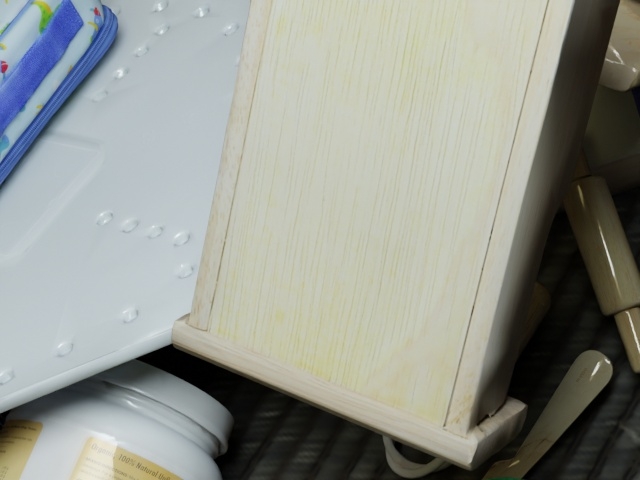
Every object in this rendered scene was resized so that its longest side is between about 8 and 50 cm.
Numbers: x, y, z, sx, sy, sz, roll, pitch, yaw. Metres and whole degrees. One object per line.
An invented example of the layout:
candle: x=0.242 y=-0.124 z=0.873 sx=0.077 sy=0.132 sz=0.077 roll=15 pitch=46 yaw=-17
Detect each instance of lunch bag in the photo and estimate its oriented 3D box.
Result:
lunch bag: x=-0.248 y=-0.106 z=1.271 sx=0.176 sy=0.090 sz=0.219 roll=2 pitch=47 yaw=36

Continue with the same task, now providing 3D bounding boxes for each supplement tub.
supplement tub: x=-0.145 y=0.179 z=1.175 sx=0.144 sy=0.144 sz=0.199 roll=14 pitch=69 yaw=23

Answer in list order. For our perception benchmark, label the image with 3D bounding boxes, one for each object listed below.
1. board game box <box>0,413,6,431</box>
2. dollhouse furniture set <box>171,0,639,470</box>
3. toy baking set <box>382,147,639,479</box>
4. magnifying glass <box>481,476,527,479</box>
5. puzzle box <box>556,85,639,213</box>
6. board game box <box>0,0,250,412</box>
board game box: x=-0.267 y=0.135 z=1.287 sx=0.194 sy=0.060 sz=0.194 roll=-45 pitch=62 yaw=-2
dollhouse furniture set: x=0.115 y=-0.075 z=1.049 sx=0.362 sy=0.394 sz=0.256 roll=21 pitch=111 yaw=22
toy baking set: x=0.108 y=0.049 z=1.188 sx=0.197 sy=0.030 sz=0.256 roll=-26 pitch=78 yaw=16
magnifying glass: x=0.044 y=0.193 z=1.135 sx=0.231 sy=0.026 sz=0.092 roll=-7 pitch=68 yaw=13
puzzle box: x=0.200 y=-0.232 z=1.286 sx=0.272 sy=0.052 sz=0.409 roll=-17 pitch=64 yaw=11
board game box: x=-0.192 y=-0.014 z=1.245 sx=0.390 sy=0.050 sz=0.390 roll=-22 pitch=38 yaw=9
